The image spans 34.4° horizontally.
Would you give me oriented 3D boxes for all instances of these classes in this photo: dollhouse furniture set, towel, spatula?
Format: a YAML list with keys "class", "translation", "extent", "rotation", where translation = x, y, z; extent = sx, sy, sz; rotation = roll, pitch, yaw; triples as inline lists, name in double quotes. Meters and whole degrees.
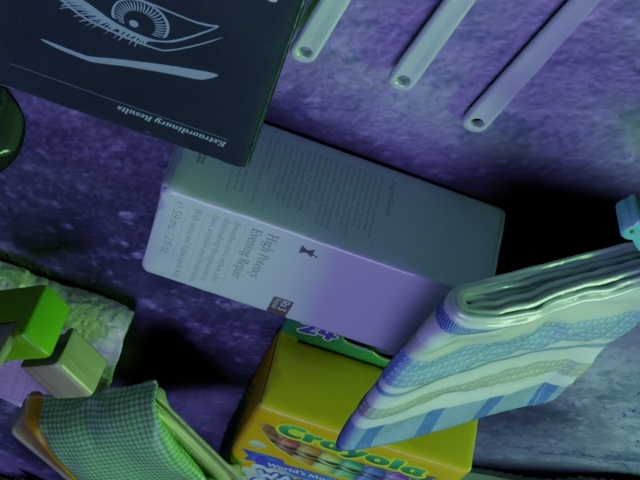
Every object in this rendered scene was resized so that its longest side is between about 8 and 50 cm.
- class: "dollhouse furniture set"
  translation: [-0.246, 0.198, 0.947]
  extent: [0.197, 0.151, 0.301]
  rotation: [-8, 134, 36]
- class: "towel"
  translation: [0.138, 0.086, 0.759]
  extent: [0.209, 0.034, 0.285]
  rotation: [-11, 155, -21]
- class: "towel"
  translation: [-0.299, 0.109, 1.044]
  extent: [0.187, 0.049, 0.282]
  rotation: [20, 146, -8]
- class: "spatula"
  translation: [0.083, -0.148, 0.545]
  extent: [0.168, 0.019, 0.242]
  rotation: [18, 148, -15]

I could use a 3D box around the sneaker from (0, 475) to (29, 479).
- class: "sneaker"
  translation: [-0.475, 0.371, 1.504]
  extent: [0.188, 0.066, 0.071]
  rotation: [-14, 121, 29]

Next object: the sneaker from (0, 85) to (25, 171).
- class: "sneaker"
  translation: [-0.305, -0.064, 0.769]
  extent: [0.283, 0.107, 0.124]
  rotation: [-2, 158, 30]

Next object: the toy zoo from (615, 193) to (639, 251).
- class: "toy zoo"
  translation: [0.316, -0.019, 0.574]
  extent: [0.293, 0.030, 0.192]
  rotation: [-3, 144, 5]

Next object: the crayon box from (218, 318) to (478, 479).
- class: "crayon box"
  translation: [0.020, 0.195, 1.014]
  extent: [0.203, 0.083, 0.323]
  rotation: [18, 146, -6]

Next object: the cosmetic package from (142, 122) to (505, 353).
- class: "cosmetic package"
  translation: [0.000, 0.000, 0.733]
  extent: [0.231, 0.086, 0.117]
  rotation: [20, 147, -5]

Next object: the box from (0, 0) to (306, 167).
- class: "box"
  translation: [-0.075, -0.153, 0.512]
  extent: [0.153, 0.108, 0.207]
  rotation: [19, 147, -7]

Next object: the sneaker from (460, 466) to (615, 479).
- class: "sneaker"
  translation: [0.236, 0.317, 1.063]
  extent: [0.318, 0.131, 0.112]
  rotation: [-2, 142, 24]
